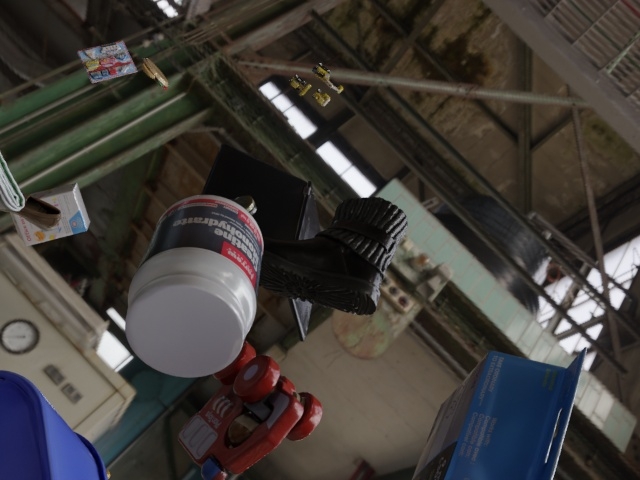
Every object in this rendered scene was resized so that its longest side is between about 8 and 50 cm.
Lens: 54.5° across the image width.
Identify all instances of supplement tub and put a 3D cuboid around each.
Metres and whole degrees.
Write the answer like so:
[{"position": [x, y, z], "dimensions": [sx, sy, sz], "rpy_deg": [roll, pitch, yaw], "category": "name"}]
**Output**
[{"position": [-0.193, 0.063, 0.989], "dimensions": [0.191, 0.272, 0.191], "rpy_deg": [-1, -60, -1], "category": "supplement tub"}]

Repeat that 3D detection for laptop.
[{"position": [-0.156, 0.005, 1.710], "dimensions": [0.237, 0.381, 0.407], "rpy_deg": [1, -43, 12], "category": "laptop"}]

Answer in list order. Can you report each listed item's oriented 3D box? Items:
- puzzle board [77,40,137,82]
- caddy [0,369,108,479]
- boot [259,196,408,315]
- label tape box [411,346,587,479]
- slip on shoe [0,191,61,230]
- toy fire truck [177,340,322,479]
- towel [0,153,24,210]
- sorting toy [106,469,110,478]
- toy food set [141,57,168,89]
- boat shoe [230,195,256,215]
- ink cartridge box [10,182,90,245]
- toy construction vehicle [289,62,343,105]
[{"position": [-0.572, -0.481, 1.667], "dimensions": [0.096, 0.128, 0.011], "rpy_deg": [64, -28, 3], "category": "puzzle board"}, {"position": [-0.316, 0.289, 0.563], "dimensions": [0.341, 0.241, 0.179], "rpy_deg": [51, -22, 49], "category": "caddy"}, {"position": [0.001, 0.003, 1.364], "dimensions": [0.348, 0.260, 0.131], "rpy_deg": [18, -32, 4], "category": "boot"}, {"position": [0.238, 0.303, 0.913], "dimensions": [0.115, 0.249, 0.347], "rpy_deg": [26, -36, 10], "category": "label tape box"}, {"position": [-0.514, -0.065, 1.070], "dimensions": [0.135, 0.051, 0.041], "rpy_deg": [35, -53, -19], "category": "slip on shoe"}, {"position": [-0.160, 0.364, 1.265], "dimensions": [0.169, 0.254, 0.302], "rpy_deg": [47, -16, -23], "category": "toy fire truck"}, {"position": [-0.377, -0.079, 0.619], "dimensions": [0.152, 0.023, 0.113], "rpy_deg": [3, -55, 21], "category": "towel"}, {"position": [-0.592, 0.600, 1.545], "dimensions": [0.127, 0.126, 0.365], "rpy_deg": [68, -23, 15], "category": "sorting toy"}, {"position": [-0.382, -0.384, 1.433], "dimensions": [0.082, 0.020, 0.083], "rpy_deg": [47, 7, -41], "category": "toy food set"}, {"position": [-0.232, -0.020, 1.432], "dimensions": [0.073, 0.224, 0.080], "rpy_deg": [50, 12, -33], "category": "boat shoe"}, {"position": [-0.569, -0.053, 1.296], "dimensions": [0.090, 0.143, 0.092], "rpy_deg": [-136, -149, -67], "category": "ink cartridge box"}, {"position": [-0.010, -0.346, 1.393], "dimensions": [0.098, 0.035, 0.086], "rpy_deg": [38, -54, -20], "category": "toy construction vehicle"}]
